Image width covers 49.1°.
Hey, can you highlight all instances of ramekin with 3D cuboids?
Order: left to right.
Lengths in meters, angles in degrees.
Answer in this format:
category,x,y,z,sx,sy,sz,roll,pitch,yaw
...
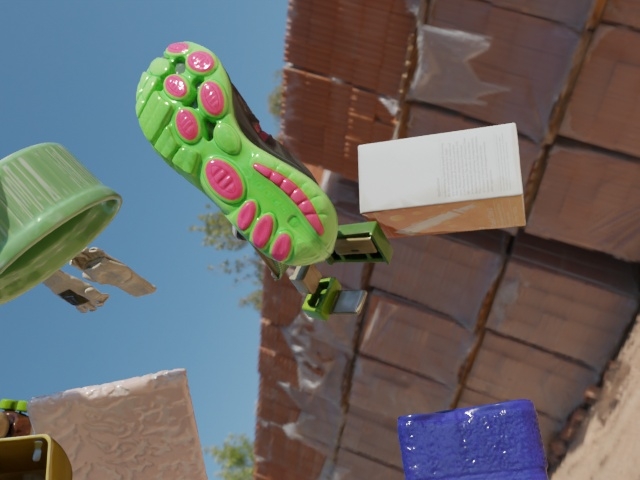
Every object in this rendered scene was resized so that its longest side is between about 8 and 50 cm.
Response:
category,x,y,z,sx,sy,sz,roll,pitch,yaw
ramekin,-0.515,-0.033,1.231,0.303,0.148,0.303,-41,1,1

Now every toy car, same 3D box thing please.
category,x,y,z,sx,sy,sz,roll,pitch,yaw
toy car,-0.887,0.500,1.884,0.188,0.148,0.155,31,-120,-53

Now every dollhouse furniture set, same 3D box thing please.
category,x,y,z,sx,sy,sz,roll,pitch,yaw
dollhouse furniture set,0.000,0.000,1.412,0.302,0.151,0.198,56,-135,-38

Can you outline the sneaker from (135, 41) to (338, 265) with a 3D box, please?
category,x,y,z,sx,sy,sz,roll,pitch,yaw
sneaker,-0.148,-0.137,1.199,0.185,0.483,0.202,-37,-15,1

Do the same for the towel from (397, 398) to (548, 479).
category,x,y,z,sx,sy,sz,roll,pitch,yaw
towel,0.251,0.415,1.097,0.076,0.227,0.308,63,-160,-60

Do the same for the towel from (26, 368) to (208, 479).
category,x,y,z,sx,sy,sz,roll,pitch,yaw
towel,-0.432,0.441,1.536,0.053,0.331,0.317,-117,19,-63

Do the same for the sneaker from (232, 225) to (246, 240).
category,x,y,z,sx,sy,sz,roll,pitch,yaw
sneaker,-0.116,-0.048,1.815,0.268,0.153,0.101,-40,-29,25

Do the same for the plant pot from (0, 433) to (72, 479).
category,x,y,z,sx,sy,sz,roll,pitch,yaw
plant pot,-0.518,0.447,1.161,0.187,0.212,0.212,82,-178,-69

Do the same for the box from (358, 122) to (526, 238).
category,x,y,z,sx,sy,sz,roll,pitch,yaw
box,0.278,-0.124,1.584,0.215,0.345,0.168,41,-134,-65

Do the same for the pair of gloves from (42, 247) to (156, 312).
category,x,y,z,sx,sy,sz,roll,pitch,yaw
pair of gloves,-0.516,0.093,1.570,0.204,0.240,0.042,50,-144,-47
